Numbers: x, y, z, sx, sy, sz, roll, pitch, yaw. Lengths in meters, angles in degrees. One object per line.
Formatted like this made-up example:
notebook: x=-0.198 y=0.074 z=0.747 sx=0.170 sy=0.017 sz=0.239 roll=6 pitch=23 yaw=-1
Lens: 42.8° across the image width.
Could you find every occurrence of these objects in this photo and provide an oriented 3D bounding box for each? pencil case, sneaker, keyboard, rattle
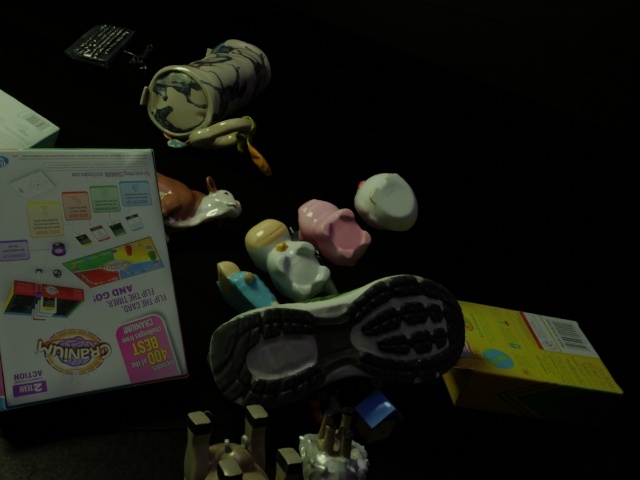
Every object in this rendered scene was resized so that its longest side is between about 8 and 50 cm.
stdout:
pencil case: x=-0.268 y=-0.371 z=1.957 sx=0.184 sy=0.159 sz=0.410 roll=10 pitch=25 yaw=13
sneaker: x=0.017 y=0.135 z=1.177 sx=0.410 sy=0.158 sz=0.182 roll=-4 pitch=-2 yaw=-25
keyboard: x=-0.550 y=-0.524 z=2.209 sx=0.202 sy=0.033 sz=0.317 roll=15 pitch=28 yaw=-6
rattle: x=-0.227 y=-0.186 z=1.780 sx=0.200 sy=0.142 sz=0.130 roll=-16 pitch=8 yaw=-26

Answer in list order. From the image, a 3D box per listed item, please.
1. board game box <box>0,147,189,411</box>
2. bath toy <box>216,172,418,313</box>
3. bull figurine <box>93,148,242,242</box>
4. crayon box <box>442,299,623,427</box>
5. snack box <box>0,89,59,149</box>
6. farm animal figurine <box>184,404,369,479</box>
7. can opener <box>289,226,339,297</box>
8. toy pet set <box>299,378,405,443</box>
board game box: x=-0.312 y=0.041 z=1.047 sx=0.242 sy=0.316 sz=0.064 roll=-4 pitch=-10 yaw=-37
bath toy: x=0.000 y=0.000 z=1.331 sx=0.348 sy=0.129 sz=0.151 roll=-33 pitch=85 yaw=-22
bull figurine: x=-0.300 y=-0.068 z=1.437 sx=0.310 sy=0.101 sz=0.188 roll=19 pitch=29 yaw=1
crayon box: x=0.303 y=0.193 z=1.342 sx=0.319 sy=0.081 sz=0.202 roll=12 pitch=28 yaw=-14
snack box: x=-0.549 y=-0.193 z=1.126 sx=0.322 sy=0.060 sz=0.187 roll=33 pitch=29 yaw=-3
farm animal figurine: x=-0.091 y=0.305 z=0.827 sx=0.330 sy=0.172 sz=0.327 roll=4 pitch=17 yaw=-10
can opener: x=-0.022 y=0.072 z=1.403 sx=0.093 sy=0.074 sz=0.280 roll=-26 pitch=37 yaw=-6
toy pet set: x=0.055 y=0.225 z=1.149 sx=0.122 sy=0.065 sz=0.114 roll=-5 pitch=35 yaw=-36
